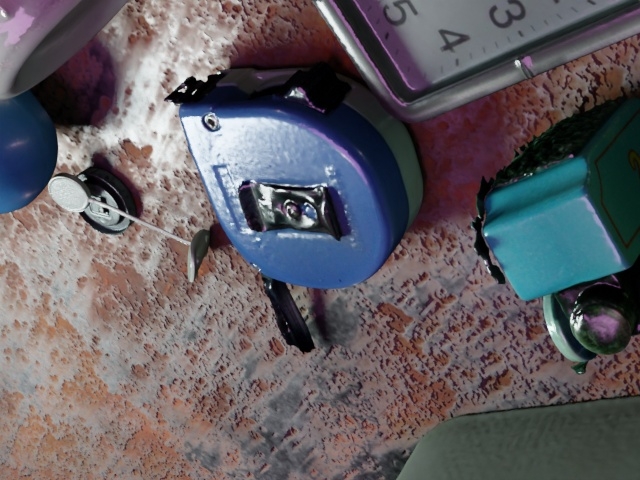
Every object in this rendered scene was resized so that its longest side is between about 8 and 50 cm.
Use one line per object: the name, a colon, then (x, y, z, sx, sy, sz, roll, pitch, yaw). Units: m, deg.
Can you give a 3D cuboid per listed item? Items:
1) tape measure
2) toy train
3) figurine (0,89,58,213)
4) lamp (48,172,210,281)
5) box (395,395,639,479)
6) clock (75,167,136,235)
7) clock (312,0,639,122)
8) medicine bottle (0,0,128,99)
tape measure: (0.000, 0.000, 0.973, 0.215, 0.098, 0.351, 3, 129, 33)
toy train: (0.210, -0.011, 0.748, 0.112, 0.203, 0.163, -24, 101, 38)
figurine: (-0.467, -0.180, 1.072, 0.416, 0.243, 0.298, 17, 127, -7)
lamp: (-0.214, -0.017, 1.108, 0.198, 0.056, 0.050, 21, 135, 7)
box: (0.188, 0.285, 0.886, 0.373, 0.367, 0.090, -14, 115, 41)
clock: (-0.247, -0.044, 1.152, 0.085, 0.017, 0.085, 18, 133, 20)
clock: (0.092, -0.238, 0.740, 0.279, 0.049, 0.273, -18, 114, 42)
medicine bottle: (-0.329, -0.314, 0.839, 0.371, 0.211, 0.211, 45, 137, -8)
